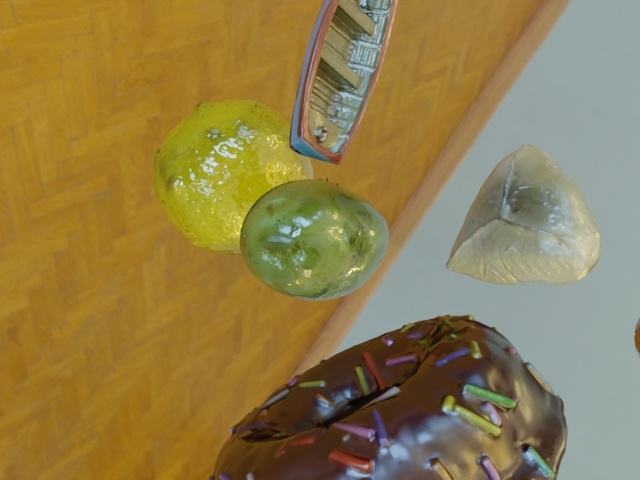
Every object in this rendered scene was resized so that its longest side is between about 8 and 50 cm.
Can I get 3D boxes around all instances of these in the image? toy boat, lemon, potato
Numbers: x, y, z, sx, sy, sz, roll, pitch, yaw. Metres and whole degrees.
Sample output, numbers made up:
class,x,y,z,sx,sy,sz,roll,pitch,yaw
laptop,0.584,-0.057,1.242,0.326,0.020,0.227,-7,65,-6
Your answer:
class,x,y,z,sx,sy,sz,roll,pitch,yaw
toy boat,0.041,-0.301,0.960,0.136,0.080,0.391,30,72,-45
lemon,-0.187,-0.128,1.482,0.350,0.350,0.387,-41,119,-26
potato,-0.002,0.003,1.127,0.215,0.216,0.304,-59,149,4

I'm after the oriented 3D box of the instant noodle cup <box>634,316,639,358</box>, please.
class,x,y,z,sx,sy,sz,roll,pitch,yaw
instant noodle cup,0.662,0.152,1.158,0.216,0.216,0.172,-45,158,-20

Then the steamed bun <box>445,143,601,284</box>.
class,x,y,z,sx,sy,sz,roll,pitch,yaw
steamed bun,0.303,-0.029,0.973,0.110,0.212,0.231,22,95,-45

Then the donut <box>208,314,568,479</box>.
class,x,y,z,sx,sy,sz,roll,pitch,yaw
donut,0.031,0.125,0.415,0.235,0.089,0.235,-27,-176,2

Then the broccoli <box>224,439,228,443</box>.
class,x,y,z,sx,sy,sz,roll,pitch,yaw
broccoli,0.006,0.299,0.719,0.270,0.270,0.270,-56,176,-1
